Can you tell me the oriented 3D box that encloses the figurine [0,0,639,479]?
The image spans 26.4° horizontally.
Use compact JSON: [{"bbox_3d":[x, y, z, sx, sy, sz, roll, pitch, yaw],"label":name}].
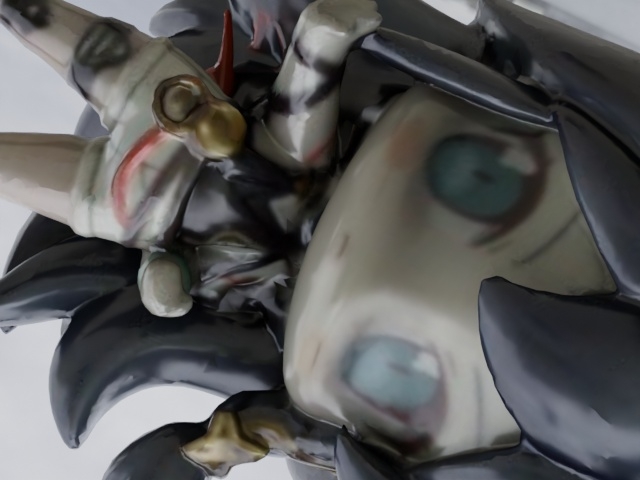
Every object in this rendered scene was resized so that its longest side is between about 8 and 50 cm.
[{"bbox_3d":[0.015,-0.002,0.411,0.265,0.175,0.197,38,-148,19],"label":"figurine"}]
